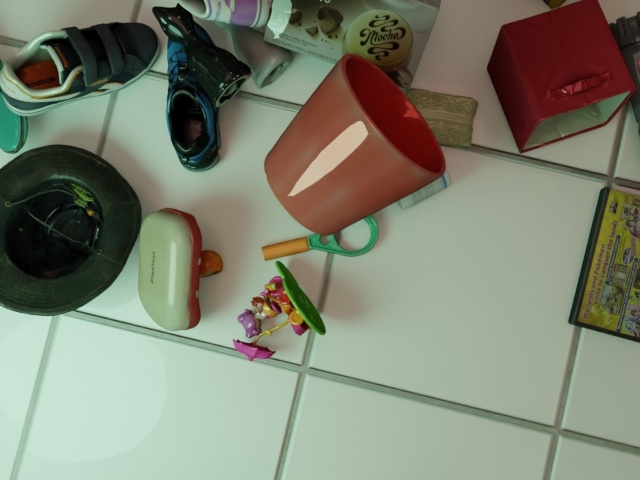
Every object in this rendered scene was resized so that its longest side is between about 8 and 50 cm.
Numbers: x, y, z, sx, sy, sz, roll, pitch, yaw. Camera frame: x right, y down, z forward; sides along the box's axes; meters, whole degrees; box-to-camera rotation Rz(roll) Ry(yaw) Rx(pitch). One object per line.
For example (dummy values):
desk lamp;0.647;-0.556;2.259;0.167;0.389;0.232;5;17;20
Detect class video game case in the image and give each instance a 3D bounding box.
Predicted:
video game case;0.632;0.060;1.464;0.248;0.035;0.275;15;87;2

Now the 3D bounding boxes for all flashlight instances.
flashlight;0.644;-0.286;1.461;0.103;0.103;0.304;-9;84;-26

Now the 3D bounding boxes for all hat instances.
hat;-0.502;-0.007;1.446;0.331;0.134;0.332;4;71;-11

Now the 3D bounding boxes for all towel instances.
towel;0.231;-0.240;1.500;0.148;0.027;0.110;10;86;2

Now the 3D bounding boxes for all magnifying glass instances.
magnifying glass;0.000;0.000;1.488;0.230;0.026;0.092;-13;85;1

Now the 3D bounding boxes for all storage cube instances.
storage cube;0.436;-0.301;1.414;0.183;0.215;0.193;-18;79;0

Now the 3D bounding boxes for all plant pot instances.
plant pot;0.049;-0.152;1.370;0.243;0.275;0.275;-39;85;26

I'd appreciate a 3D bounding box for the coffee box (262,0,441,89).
coffee box;0.059;-0.423;1.430;0.297;0.119;0.168;19;126;-1

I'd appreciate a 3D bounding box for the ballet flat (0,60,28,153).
ballet flat;-0.626;-0.283;1.494;0.083;0.087;0.247;-26;88;6

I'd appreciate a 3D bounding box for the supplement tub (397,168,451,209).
supplement tub;0.191;-0.113;1.469;0.107;0.071;0.071;-28;85;-2

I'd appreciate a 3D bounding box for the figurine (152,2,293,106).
figurine;-0.186;-0.382;1.449;0.209;0.092;0.215;51;44;4

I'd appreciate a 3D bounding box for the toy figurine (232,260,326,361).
toy figurine;-0.101;0.150;1.445;0.159;0.130;0.173;-36;63;8

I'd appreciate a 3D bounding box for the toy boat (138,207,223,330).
toy boat;-0.252;0.054;1.440;0.151;0.151;0.231;-5;106;-41

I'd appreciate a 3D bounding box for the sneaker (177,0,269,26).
sneaker;-0.212;-0.510;1.429;0.161;0.102;0.282;-5;49;-26

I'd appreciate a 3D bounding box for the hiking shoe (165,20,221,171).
hiking shoe;-0.242;-0.289;1.461;0.113;0.132;0.304;-8;84;1

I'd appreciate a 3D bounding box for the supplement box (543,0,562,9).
supplement box;0.467;-0.596;1.473;0.191;0.129;0.194;-44;86;-2

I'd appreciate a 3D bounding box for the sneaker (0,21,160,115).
sneaker;-0.445;-0.338;1.439;0.321;0.127;0.126;-31;86;-20
